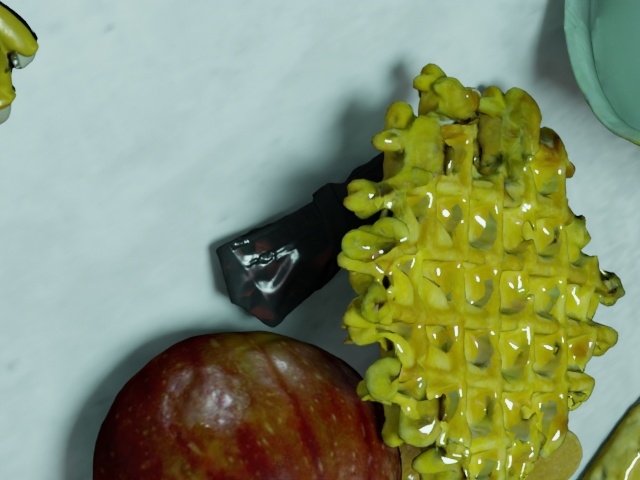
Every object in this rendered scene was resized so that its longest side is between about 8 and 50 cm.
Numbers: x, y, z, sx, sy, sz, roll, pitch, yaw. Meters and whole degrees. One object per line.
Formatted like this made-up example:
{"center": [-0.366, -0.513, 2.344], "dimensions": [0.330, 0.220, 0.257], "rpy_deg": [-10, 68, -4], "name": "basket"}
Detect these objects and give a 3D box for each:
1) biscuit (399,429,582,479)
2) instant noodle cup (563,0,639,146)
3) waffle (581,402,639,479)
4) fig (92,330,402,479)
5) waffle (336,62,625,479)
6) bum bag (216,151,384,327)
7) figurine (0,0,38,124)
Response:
{"center": [0.082, 0.140, 1.173], "dimensions": [0.158, 0.035, 0.240], "rpy_deg": [6, 108, -32], "name": "biscuit"}
{"center": [0.286, -0.138, 1.030], "dimensions": [0.222, 0.311, 0.311], "rpy_deg": [15, 103, -28], "name": "instant noodle cup"}
{"center": [0.189, 0.247, 1.211], "dimensions": [0.274, 0.168, 0.057], "rpy_deg": [-54, 136, 1], "name": "waffle"}
{"center": [-0.023, 0.146, 1.001], "dimensions": [0.175, 0.207, 0.175], "rpy_deg": [-11, 119, -20], "name": "fig"}
{"center": [0.086, 0.027, 1.042], "dimensions": [0.228, 0.051, 0.231], "rpy_deg": [62, 41, -32], "name": "waffle"}
{"center": [0.001, 0.000, 1.056], "dimensions": [0.124, 0.034, 0.058], "rpy_deg": [-32, 112, -17], "name": "bum bag"}
{"center": [-0.167, -0.115, 0.878], "dimensions": [0.101, 0.068, 0.143], "rpy_deg": [13, 122, -29], "name": "figurine"}
